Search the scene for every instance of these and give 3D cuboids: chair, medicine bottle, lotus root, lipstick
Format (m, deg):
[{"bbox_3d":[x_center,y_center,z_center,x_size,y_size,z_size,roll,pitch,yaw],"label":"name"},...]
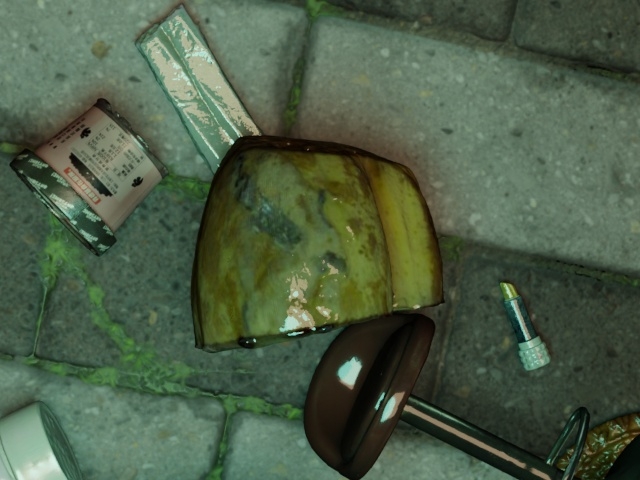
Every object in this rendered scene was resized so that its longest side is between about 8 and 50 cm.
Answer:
[{"bbox_3d":[0.180,0.237,1.535,0.401,0.226,0.226,26,91,0],"label":"chair"},{"bbox_3d":[-0.431,0.313,1.528,0.293,0.170,0.170,-27,96,-4],"label":"medicine bottle"},{"bbox_3d":[0.000,0.000,1.481,0.316,0.316,0.250,-2,92,-5],"label":"lotus root"},{"bbox_3d":[0.255,0.104,1.647,0.037,0.037,0.116,-21,91,-4],"label":"lipstick"}]

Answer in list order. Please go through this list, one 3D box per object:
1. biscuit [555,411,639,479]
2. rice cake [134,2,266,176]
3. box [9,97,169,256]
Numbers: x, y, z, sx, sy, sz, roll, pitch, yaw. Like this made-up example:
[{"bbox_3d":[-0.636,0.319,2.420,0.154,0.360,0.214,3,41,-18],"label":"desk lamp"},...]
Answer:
[{"bbox_3d":[0.427,0.367,1.678,0.305,0.038,0.305,0,94,-5],"label":"biscuit"},{"bbox_3d":[-0.140,-0.172,1.584,0.085,0.040,0.226,-31,97,-2],"label":"rice cake"},{"bbox_3d":[-0.264,-0.079,1.530,0.135,0.151,0.151,-45,97,-9],"label":"box"}]
